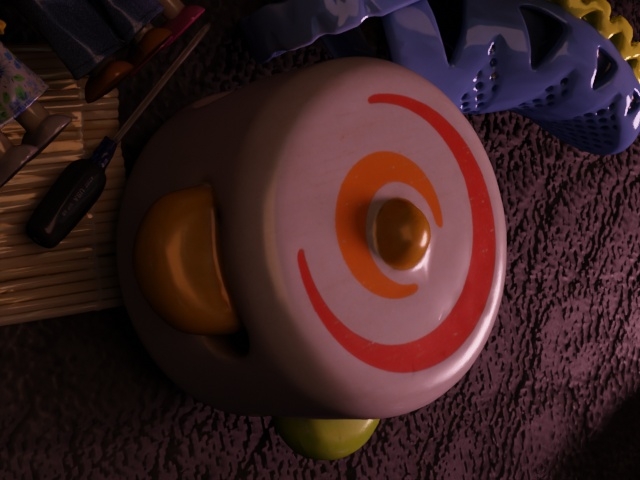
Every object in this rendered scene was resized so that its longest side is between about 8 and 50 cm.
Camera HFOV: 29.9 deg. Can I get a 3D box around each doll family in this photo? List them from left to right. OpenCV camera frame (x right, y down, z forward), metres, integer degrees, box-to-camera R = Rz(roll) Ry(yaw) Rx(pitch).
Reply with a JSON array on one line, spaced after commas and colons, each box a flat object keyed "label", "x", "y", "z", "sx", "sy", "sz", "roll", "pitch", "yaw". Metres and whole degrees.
[{"label": "doll family", "x": -0.161, "y": -0.127, "z": 0.564, "sx": 0.163, "sy": 0.118, "sz": 0.263, "roll": 47, "pitch": 55, "yaw": -9}]

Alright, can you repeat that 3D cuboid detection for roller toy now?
[{"label": "roller toy", "x": 0.000, "y": 0.000, "z": 0.649, "sx": 0.209, "sy": 0.146, "sz": 0.191, "roll": 40, "pitch": 61, "yaw": -30}]

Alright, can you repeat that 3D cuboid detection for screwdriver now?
[{"label": "screwdriver", "x": -0.108, "y": -0.064, "z": 0.651, "sx": 0.025, "sy": 0.024, "sz": 0.170, "roll": 27, "pitch": 62, "yaw": 0}]

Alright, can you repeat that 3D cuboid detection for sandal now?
[{"label": "sandal", "x": 0.068, "y": -0.125, "z": 0.745, "sx": 0.317, "sy": 0.126, "sz": 0.138, "roll": 26, "pitch": 74, "yaw": -20}]

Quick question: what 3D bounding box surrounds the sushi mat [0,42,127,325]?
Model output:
[{"label": "sushi mat", "x": -0.238, "y": -0.020, "z": 0.579, "sx": 0.316, "sy": 0.019, "sz": 0.151, "roll": -8, "pitch": 90, "yaw": -35}]
